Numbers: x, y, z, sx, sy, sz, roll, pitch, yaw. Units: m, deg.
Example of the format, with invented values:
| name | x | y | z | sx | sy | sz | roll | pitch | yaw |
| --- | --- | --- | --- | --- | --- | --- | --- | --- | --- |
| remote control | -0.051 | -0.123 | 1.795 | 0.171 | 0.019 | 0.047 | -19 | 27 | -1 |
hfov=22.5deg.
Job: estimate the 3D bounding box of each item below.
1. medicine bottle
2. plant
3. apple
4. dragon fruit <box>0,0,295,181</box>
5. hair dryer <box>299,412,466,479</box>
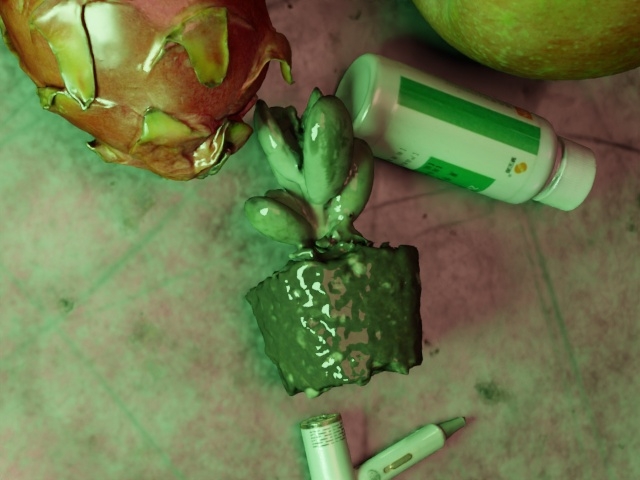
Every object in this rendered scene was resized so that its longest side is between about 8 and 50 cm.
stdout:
| name | x | y | z | sx | sy | sz | roll | pitch | yaw |
| --- | --- | --- | --- | --- | --- | --- | --- | --- | --- |
| medicine bottle | 0.142 | -0.098 | 1.548 | 0.260 | 0.095 | 0.095 | 18 | 79 | -20 |
| plant | -0.001 | 0.001 | 1.449 | 0.149 | 0.146 | 0.274 | -15 | 95 | -38 |
| apple | 0.208 | -0.296 | 1.480 | 0.277 | 0.319 | 0.319 | -25 | 97 | -1 |
| dragon fruit | -0.157 | -0.211 | 1.355 | 0.250 | 0.250 | 0.315 | -12 | 72 | -25 |
| hair dryer | 0.077 | 0.225 | 1.526 | 0.183 | 0.044 | 0.155 | -13 | 94 | -27 |
